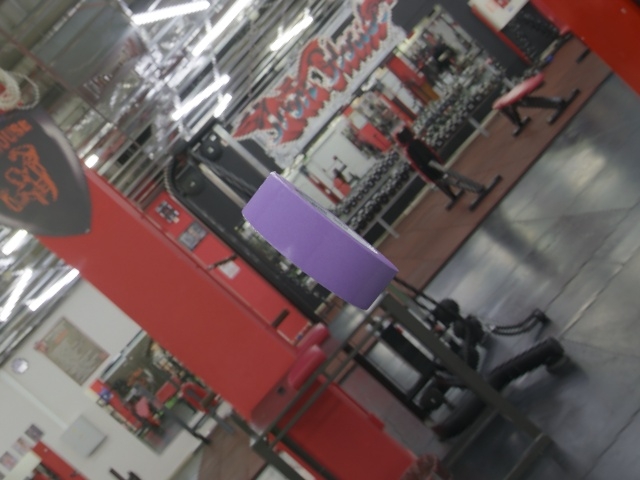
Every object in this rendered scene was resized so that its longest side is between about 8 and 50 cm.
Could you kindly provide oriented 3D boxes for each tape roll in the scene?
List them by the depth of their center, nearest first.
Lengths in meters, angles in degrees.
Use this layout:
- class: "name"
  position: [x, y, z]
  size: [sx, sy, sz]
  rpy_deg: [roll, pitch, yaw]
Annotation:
- class: "tape roll"
  position: [0.000, 0.000, 1.209]
  size: [0.090, 0.275, 0.275]
  rpy_deg: [-52, 3, 5]
